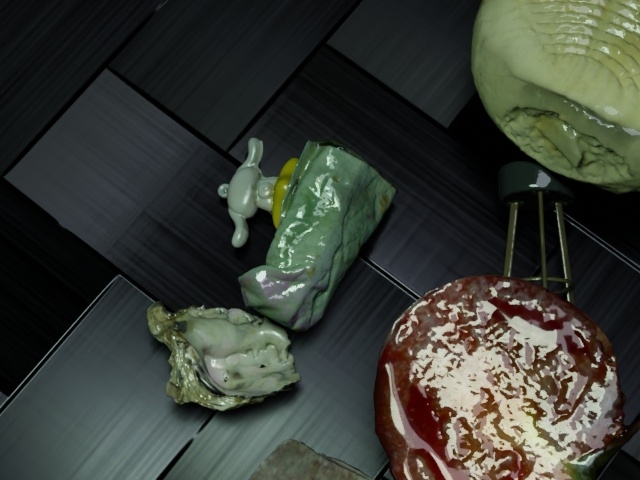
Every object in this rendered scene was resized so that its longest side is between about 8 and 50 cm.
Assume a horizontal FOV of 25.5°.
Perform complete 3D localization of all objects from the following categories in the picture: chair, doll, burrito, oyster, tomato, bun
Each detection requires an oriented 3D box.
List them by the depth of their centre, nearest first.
[{"bbox_3d":[0.200,0.202,1.599,0.309,0.170,0.308,-4,71,10],"label":"tomato"},{"bbox_3d":[-0.124,0.134,1.672,0.191,0.081,0.163,45,49,11],"label":"oyster"},{"bbox_3d":[0.000,0.000,1.685,0.089,0.144,0.228,6,65,49],"label":"burrito"},{"bbox_3d":[0.268,0.017,1.708,0.095,0.104,0.221,6,74,-30],"label":"chair"},{"bbox_3d":[0.364,-0.202,1.715,0.364,0.202,0.364,-1,56,1],"label":"bun"},{"bbox_3d":[-0.073,-0.051,1.735,0.113,0.071,0.135,29,78,17],"label":"doll"}]

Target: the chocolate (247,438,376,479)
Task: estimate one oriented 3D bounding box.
[{"bbox_3d":[0.014,0.344,1.534,0.303,0.100,0.185,22,70,46],"label":"chocolate"}]
